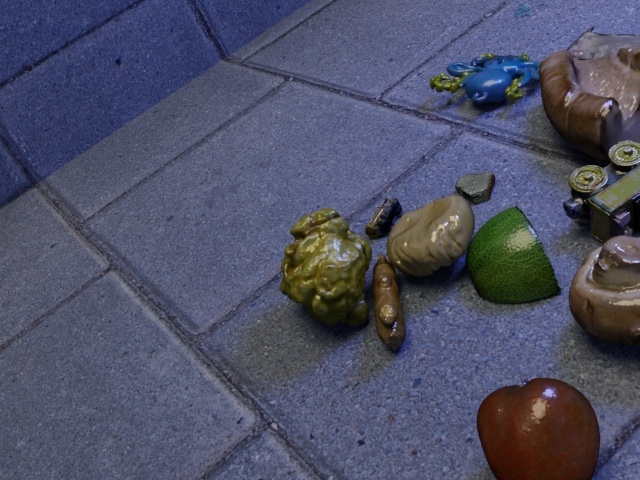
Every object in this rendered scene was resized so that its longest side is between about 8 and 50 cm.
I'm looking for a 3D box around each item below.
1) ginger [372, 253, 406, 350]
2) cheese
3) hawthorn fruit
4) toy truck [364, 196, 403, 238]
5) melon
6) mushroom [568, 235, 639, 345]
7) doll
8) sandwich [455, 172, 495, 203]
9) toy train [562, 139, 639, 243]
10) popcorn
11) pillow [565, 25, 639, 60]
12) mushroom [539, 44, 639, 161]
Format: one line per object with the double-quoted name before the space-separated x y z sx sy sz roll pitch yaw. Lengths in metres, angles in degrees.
"ginger" 0.153 0.131 1.656 0.065 0.117 0.298 -6 29 3
"cheese" 0.267 -0.016 1.707 0.214 0.117 0.226 -20 30 47
"hawthorn fruit" 0.359 0.352 1.180 0.200 0.199 0.251 -12 53 20
"toy truck" 0.169 -0.061 1.927 0.063 0.052 0.123 0 44 41
"melon" 0.401 0.026 1.605 0.169 0.129 0.265 -26 36 7
"mushroom" 0.593 0.094 1.350 0.255 0.184 0.254 -9 29 5
"doll" 0.537 -0.503 2.240 0.346 0.098 0.341 8 35 33
"sandwich" 0.401 -0.137 1.889 0.105 0.035 0.093 2 45 35
"toy train" 0.676 -0.109 1.599 0.261 0.134 0.177 -33 44 -8
"popcorn" 0.020 0.073 1.693 0.235 0.241 0.250 -29 38 -8
"pillow" 0.854 -0.560 2.122 0.169 0.059 0.255 -42 39 -20
"mushroom" 0.696 -0.355 1.865 0.313 0.224 0.397 -49 31 -7
